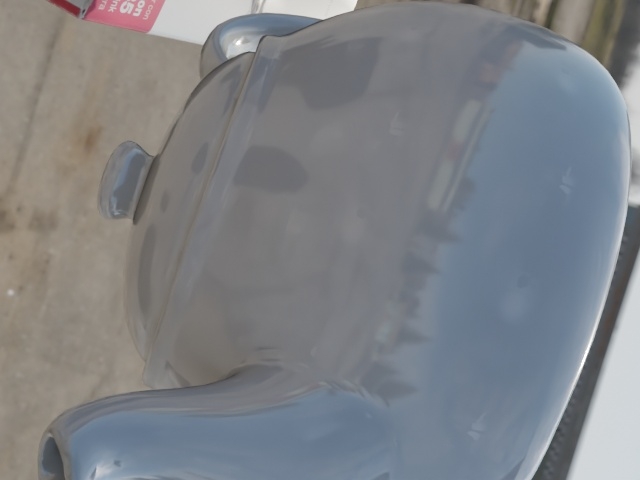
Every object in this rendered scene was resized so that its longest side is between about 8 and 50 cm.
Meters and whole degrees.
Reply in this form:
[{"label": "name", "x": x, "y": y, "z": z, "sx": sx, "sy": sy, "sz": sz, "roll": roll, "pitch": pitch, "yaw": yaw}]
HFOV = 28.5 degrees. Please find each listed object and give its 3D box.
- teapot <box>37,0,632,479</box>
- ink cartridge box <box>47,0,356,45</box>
[{"label": "teapot", "x": 0.000, "y": 0.000, "z": 0.528, "sx": 0.256, "sy": 0.187, "sz": 0.253, "roll": 137, "pitch": -27, "yaw": -81}, {"label": "ink cartridge box", "x": -0.124, "y": -0.233, "z": 0.969, "sx": 0.283, "sy": 0.207, "sz": 0.117, "roll": 3, "pitch": 114, "yaw": -54}]
